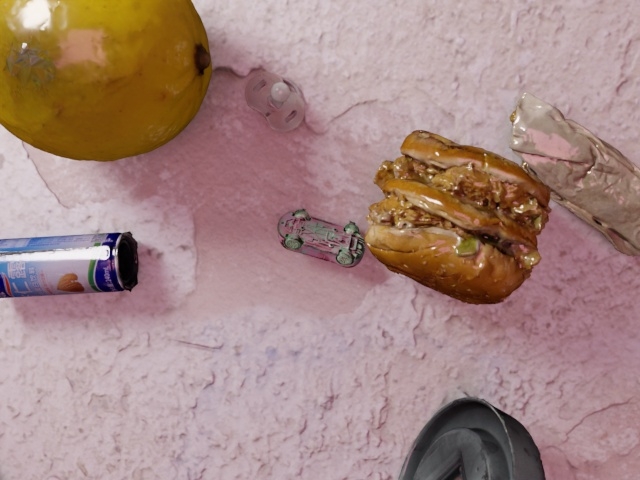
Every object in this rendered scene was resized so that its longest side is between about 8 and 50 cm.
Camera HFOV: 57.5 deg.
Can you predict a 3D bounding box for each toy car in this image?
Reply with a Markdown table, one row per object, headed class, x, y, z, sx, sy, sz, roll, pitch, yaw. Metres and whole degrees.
| class | x | y | z | sx | sy | sz | roll | pitch | yaw |
| --- | --- | --- | --- | --- | --- | --- | --- | --- | --- |
| toy car | 0.000 | 0.000 | 0.912 | 0.142 | 0.069 | 0.055 | 17 | 139 | -2 |

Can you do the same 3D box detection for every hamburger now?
| class | x | y | z | sx | sy | sz | roll | pitch | yaw |
| --- | --- | --- | --- | --- | --- | --- | --- | --- | --- |
| hamburger | 0.202 | -0.025 | 0.828 | 0.260 | 0.245 | 0.211 | 24 | 91 | -42 |

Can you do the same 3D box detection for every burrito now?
| class | x | y | z | sx | sy | sz | roll | pitch | yaw |
| --- | --- | --- | --- | --- | --- | --- | --- | --- | --- |
| burrito | 0.436 | -0.071 | 0.885 | 0.392 | 0.076 | 0.117 | 35 | 99 | -5 |

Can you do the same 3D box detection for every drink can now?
| class | x | y | z | sx | sy | sz | roll | pitch | yaw |
| --- | --- | --- | --- | --- | --- | --- | --- | --- | --- |
| drink can | -0.411 | 0.039 | 0.906 | 0.235 | 0.097 | 0.097 | -4 | 100 | 0 |

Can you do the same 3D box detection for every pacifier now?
| class | x | y | z | sx | sy | sz | roll | pitch | yaw |
| --- | --- | --- | --- | --- | --- | --- | --- | --- | --- |
| pacifier | -0.062 | -0.215 | 0.868 | 0.099 | 0.078 | 0.081 | 42 | 76 | -5 |

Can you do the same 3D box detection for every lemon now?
| class | x | y | z | sx | sy | sz | roll | pitch | yaw |
| --- | --- | --- | --- | --- | --- | --- | --- | --- | --- |
| lemon | -0.297 | -0.241 | 0.765 | 0.297 | 0.297 | 0.297 | 0 | 100 | 1 |

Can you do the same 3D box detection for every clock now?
| class | x | y | z | sx | sy | sz | roll | pitch | yaw |
| --- | --- | --- | --- | --- | --- | --- | --- | --- | --- |
| clock | 0.203 | 0.386 | 0.853 | 0.061 | 0.312 | 0.312 | 26 | 99 | -12 |
